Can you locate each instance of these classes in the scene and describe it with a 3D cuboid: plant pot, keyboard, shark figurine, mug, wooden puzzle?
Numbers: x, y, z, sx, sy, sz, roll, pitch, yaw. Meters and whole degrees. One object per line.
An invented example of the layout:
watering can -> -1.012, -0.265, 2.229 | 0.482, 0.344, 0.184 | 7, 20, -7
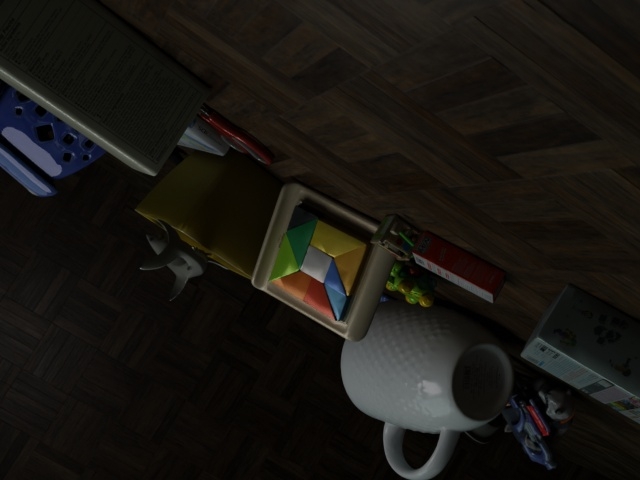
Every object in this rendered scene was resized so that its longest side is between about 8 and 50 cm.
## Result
plant pot -> -0.575, -0.234, 1.913 | 0.236, 0.212, 0.236 | 45, 177, -29
keyboard -> -0.359, -0.228, 2.062 | 0.192, 0.038, 0.100 | 37, -166, -41
shark figurine -> -0.255, 0.053, 1.711 | 0.166, 0.116, 0.278 | 31, 174, -10
plant pot -> -0.187, -0.066, 1.798 | 0.212, 0.187, 0.212 | 36, 171, -35
mug -> 0.230, 0.321, 2.002 | 0.276, 0.374, 0.328 | 19, 172, -29
wooden puzzle -> 0.003, 0.038, 1.667 | 0.239, 0.220, 0.044 | 27, -159, 19

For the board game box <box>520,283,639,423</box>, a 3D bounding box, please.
board game box -> 0.451, 0.192, 1.348 | 0.303, 0.097, 0.224 | 31, 173, 12

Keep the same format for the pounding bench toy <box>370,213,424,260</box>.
pounding bench toy -> 0.129, -0.003, 1.493 | 0.065, 0.052, 0.083 | 33, 172, -11

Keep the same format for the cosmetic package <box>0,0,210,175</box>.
cosmetic package -> -0.331, -0.242, 1.346 | 0.309, 0.160, 0.113 | 37, 171, -30

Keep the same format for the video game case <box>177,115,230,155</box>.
video game case -> -0.348, -0.263, 1.727 | 0.300, 0.036, 0.329 | 36, 171, -32

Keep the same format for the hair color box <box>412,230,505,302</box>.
hair color box -> 0.217, 0.042, 1.476 | 0.141, 0.043, 0.072 | 28, 172, 16

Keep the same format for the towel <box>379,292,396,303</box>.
towel -> 0.143, 0.165, 2.561 | 0.336, 0.040, 0.243 | 26, 170, 36

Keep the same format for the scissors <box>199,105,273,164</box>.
scissors -> -0.181, -0.208, 1.523 | 0.109, 0.021, 0.297 | 28, 171, 40

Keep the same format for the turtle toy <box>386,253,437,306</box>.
turtle toy -> 0.166, 0.072, 1.775 | 0.130, 0.066, 0.095 | 34, 172, -15

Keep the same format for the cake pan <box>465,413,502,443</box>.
cake pan -> 0.384, 0.389, 2.474 | 0.293, 0.054, 0.293 | 44, -156, -26

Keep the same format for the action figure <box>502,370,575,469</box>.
action figure -> 0.486, 0.359, 2.270 | 0.341, 0.179, 0.330 | 63, 159, -9
